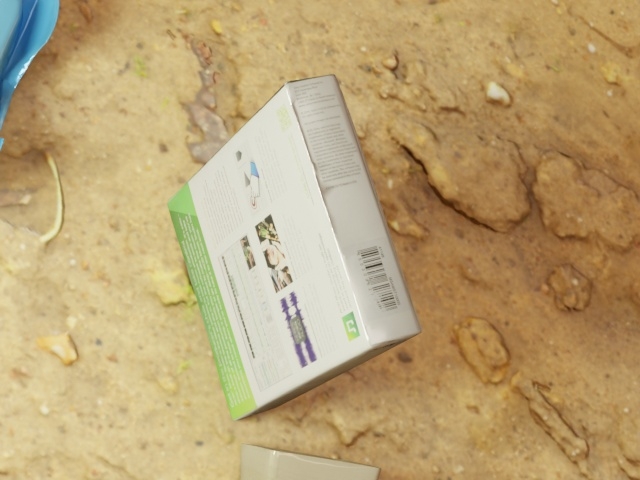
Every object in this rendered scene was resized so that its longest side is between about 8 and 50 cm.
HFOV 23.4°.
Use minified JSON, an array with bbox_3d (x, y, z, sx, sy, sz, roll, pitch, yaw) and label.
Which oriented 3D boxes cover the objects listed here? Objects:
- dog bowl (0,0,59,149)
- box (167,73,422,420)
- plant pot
[{"bbox_3d":[-0.359,-0.163,1.457,0.166,0.074,0.297,24,66,-13],"label":"dog bowl"},{"bbox_3d":[-0.036,0.018,1.389,0.058,0.322,0.232,-12,79,-28],"label":"box"},{"bbox_3d":[-0.018,0.248,1.449,0.109,0.109,0.096,12,82,-18],"label":"plant pot"}]
